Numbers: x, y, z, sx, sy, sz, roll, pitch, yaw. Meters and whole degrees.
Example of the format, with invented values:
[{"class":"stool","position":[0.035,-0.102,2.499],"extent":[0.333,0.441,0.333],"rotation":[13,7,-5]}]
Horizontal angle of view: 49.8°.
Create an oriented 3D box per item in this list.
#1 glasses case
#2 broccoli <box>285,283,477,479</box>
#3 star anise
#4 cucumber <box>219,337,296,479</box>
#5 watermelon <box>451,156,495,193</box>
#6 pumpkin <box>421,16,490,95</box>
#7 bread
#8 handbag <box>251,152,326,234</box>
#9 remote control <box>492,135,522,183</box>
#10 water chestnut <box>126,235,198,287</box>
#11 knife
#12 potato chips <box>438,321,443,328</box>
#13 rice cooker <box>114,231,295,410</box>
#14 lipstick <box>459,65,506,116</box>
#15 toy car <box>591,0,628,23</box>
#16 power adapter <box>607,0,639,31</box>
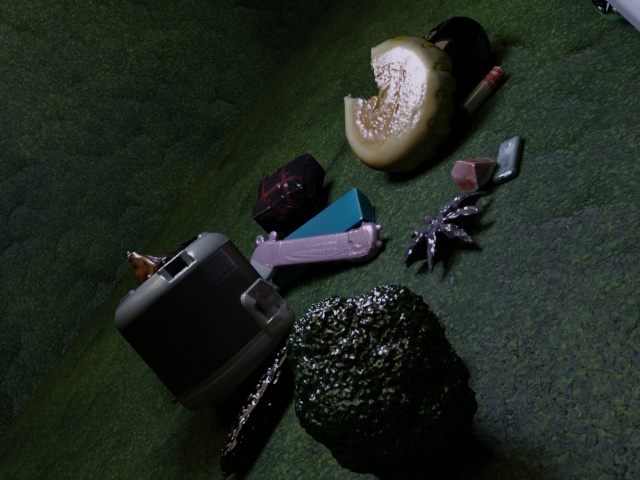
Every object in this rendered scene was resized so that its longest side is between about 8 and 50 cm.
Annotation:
[{"class":"glasses case","position":[0.001,0.002,1.719],"extent":[0.301,0.070,0.117],"rotation":[-34,42,25]},{"class":"broccoli","position":[0.091,0.189,0.996],"extent":[0.297,0.298,0.297],"rotation":[-33,2,30]},{"class":"star anise","position":[0.239,-0.019,1.334],"extent":[0.204,0.061,0.181],"rotation":[-37,25,22]},{"class":"cucumber","position":[-0.120,0.333,1.371],"extent":[0.072,0.072,0.300],"rotation":[-7,44,57]},{"class":"watermelon","position":[0.313,-0.143,1.397],"extent":[0.084,0.072,0.092],"rotation":[-2,48,50]},{"class":"pumpkin","position":[0.329,-0.476,1.805],"extent":[0.233,0.163,0.233],"rotation":[-37,22,18]},{"class":"bread","position":[0.206,-0.322,1.687],"extent":[0.333,0.160,0.333],"rotation":[-4,84,44]},{"class":"handbag","position":[-0.090,-0.127,1.975],"extent":[0.215,0.155,0.169],"rotation":[-33,33,25]},{"class":"remote control","position":[0.377,-0.164,1.388],"extent":[0.053,0.018,0.124],"rotation":[-28,29,41]},{"class":"water chestnut","position":[-0.365,0.132,1.808],"extent":[0.335,0.347,0.335],"rotation":[-49,16,20]},{"class":"knife","position":[-0.018,0.027,1.641],"extent":[0.398,0.038,0.132],"rotation":[-9,74,38]},{"class":"potato chips","position":[0.072,0.158,1.322],"extent":[0.407,0.080,0.057],"rotation":[-13,29,53]},{"class":"rice cooker","position":[-0.237,0.181,1.513],"extent":[0.335,0.325,0.335],"rotation":[-40,3,3]},{"class":"lipstick","position":[0.390,-0.359,1.661],"extent":[0.131,0.038,0.038],"rotation":[-47,22,-1]},{"class":"toy car","position":[0.627,-0.600,1.464],"extent":[0.213,0.176,0.359],"rotation":[-38,48,19]},{"class":"power adapter","position":[0.630,-0.459,1.226],"extent":[0.187,0.124,0.255],"rotation":[-40,60,19]}]
